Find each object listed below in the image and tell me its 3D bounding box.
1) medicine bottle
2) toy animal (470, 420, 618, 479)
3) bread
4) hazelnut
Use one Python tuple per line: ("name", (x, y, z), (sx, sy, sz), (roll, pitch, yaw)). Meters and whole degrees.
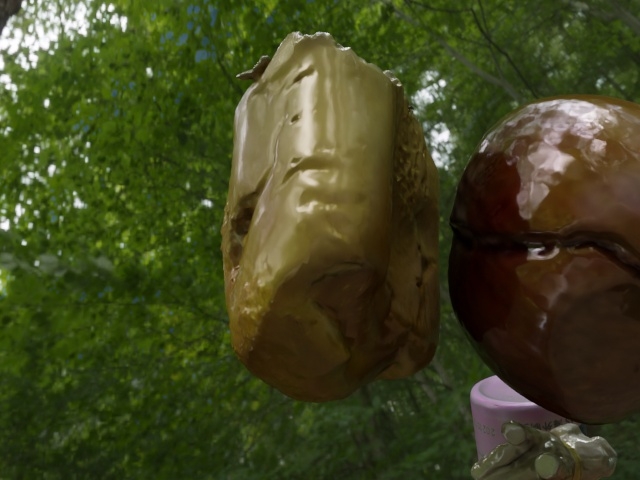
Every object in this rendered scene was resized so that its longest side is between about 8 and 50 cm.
("medicine bottle", (0.353, 0.379, 1.057), (0.178, 0.291, 0.178), (-9, 3, 1))
("toy animal", (0.281, 0.316, 0.834), (0.185, 0.104, 0.184), (5, -58, -44))
("bread", (0.000, 0.000, 0.805), (0.250, 0.395, 0.361), (-8, -29, 23))
("hazelnut", (0.299, 0.017, 0.732), (0.315, 0.372, 0.372), (-2, -41, -36))
